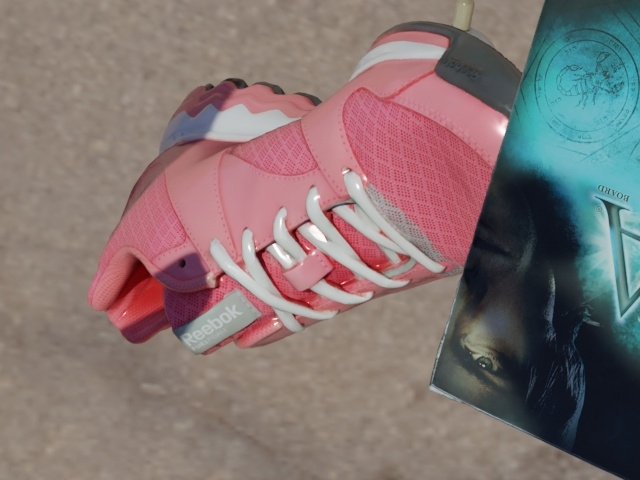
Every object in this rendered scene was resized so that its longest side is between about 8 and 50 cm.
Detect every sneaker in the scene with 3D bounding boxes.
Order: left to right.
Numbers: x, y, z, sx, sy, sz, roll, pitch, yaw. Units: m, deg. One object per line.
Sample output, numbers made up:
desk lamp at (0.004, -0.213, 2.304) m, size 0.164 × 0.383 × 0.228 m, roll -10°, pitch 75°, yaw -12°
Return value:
sneaker at (0.000, 0.000, 0.878) m, size 0.136 × 0.116 × 0.314 m, roll -53°, pitch 22°, yaw -24°

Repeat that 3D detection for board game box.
board game box at (0.126, 0.016, 0.505) m, size 0.186 × 0.026 × 0.126 m, roll 24°, pitch 107°, yaw 27°

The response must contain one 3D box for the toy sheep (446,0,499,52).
toy sheep at (0.081, -0.095, 1.279) m, size 0.091 × 0.091 × 0.132 m, roll 25°, pitch 125°, yaw 36°
